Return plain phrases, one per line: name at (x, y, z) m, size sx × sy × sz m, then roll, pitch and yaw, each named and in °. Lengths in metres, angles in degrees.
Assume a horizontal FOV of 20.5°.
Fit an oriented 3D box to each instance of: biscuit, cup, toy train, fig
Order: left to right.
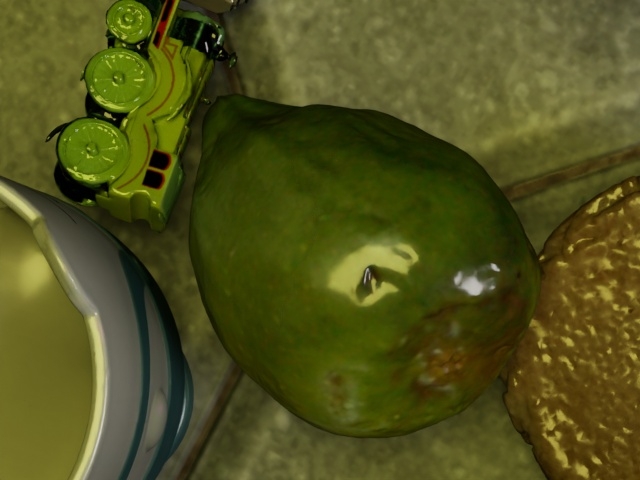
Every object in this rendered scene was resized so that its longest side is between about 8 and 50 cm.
cup at (-0.221, 0.067, 0.927) m, size 0.289 × 0.257 × 0.219 m, roll 10°, pitch 86°, yaw 9°
toy train at (-0.083, -0.130, 1.004) m, size 0.085 × 0.053 × 0.250 m, roll 17°, pitch 72°, yaw -1°
fig at (0.001, 0.006, 0.947) m, size 0.233 × 0.167 × 0.167 m, roll 29°, pitch 90°, yaw 16°
biscuit at (0.207, 0.065, 0.953) m, size 0.226 × 0.042 × 0.226 m, roll 2°, pitch 97°, yaw 19°
